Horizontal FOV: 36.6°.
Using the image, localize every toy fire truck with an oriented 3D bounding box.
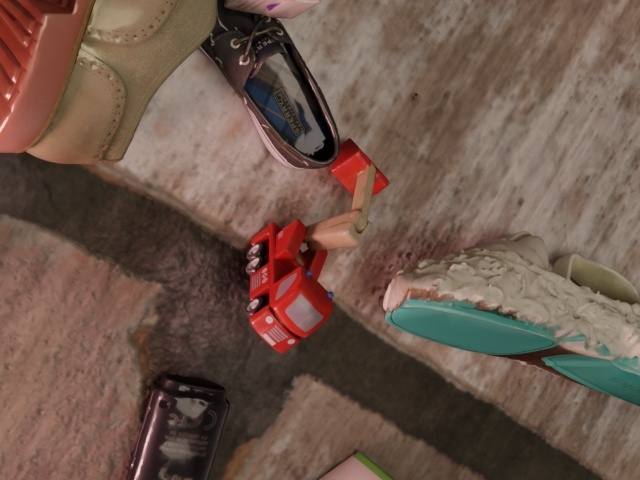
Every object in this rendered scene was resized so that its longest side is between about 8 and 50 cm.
[{"bbox_3d":[0.000,0.000,0.844,0.135,0.192,0.047,-36,116,17],"label":"toy fire truck"}]

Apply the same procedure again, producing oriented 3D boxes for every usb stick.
[{"bbox_3d":[-0.152,0.260,0.882,0.077,0.045,0.278,15,95,-20],"label":"usb stick"}]

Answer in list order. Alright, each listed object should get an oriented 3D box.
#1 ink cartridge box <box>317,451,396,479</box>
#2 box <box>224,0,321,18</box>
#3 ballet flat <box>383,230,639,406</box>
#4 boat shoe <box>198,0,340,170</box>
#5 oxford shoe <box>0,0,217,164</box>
[{"bbox_3d":[0.092,0.371,0.936,0.114,0.198,0.273,-33,114,-17],"label":"ink cartridge box"},{"bbox_3d":[-0.029,-0.342,0.761,0.063,0.067,0.324,4,87,-26],"label":"box"},{"bbox_3d":[0.229,0.068,0.993,0.408,0.147,0.147,21,92,-31],"label":"ballet flat"},{"bbox_3d":[-0.052,-0.153,0.819,0.080,0.076,0.228,-35,114,-15],"label":"boat shoe"},{"bbox_3d":[-0.131,-0.234,0.719,0.146,0.140,0.397,13,117,-47],"label":"oxford shoe"}]
